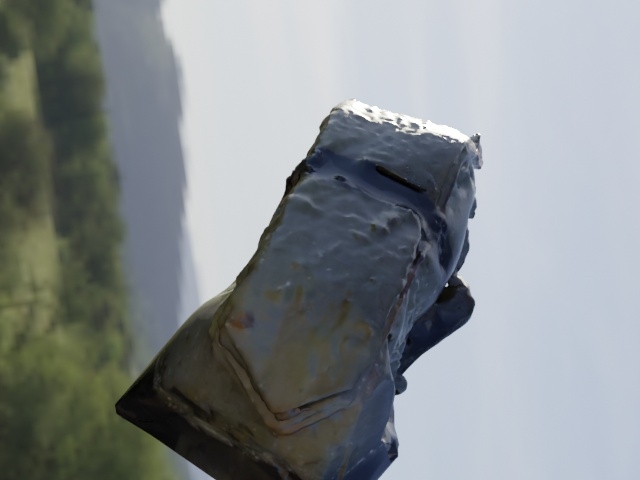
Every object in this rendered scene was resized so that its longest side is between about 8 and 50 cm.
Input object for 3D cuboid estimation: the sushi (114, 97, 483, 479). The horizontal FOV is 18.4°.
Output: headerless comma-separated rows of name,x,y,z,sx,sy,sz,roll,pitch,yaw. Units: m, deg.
sushi,0.021,0.001,0.983,0.273,0.134,0.109,-49,155,-33
